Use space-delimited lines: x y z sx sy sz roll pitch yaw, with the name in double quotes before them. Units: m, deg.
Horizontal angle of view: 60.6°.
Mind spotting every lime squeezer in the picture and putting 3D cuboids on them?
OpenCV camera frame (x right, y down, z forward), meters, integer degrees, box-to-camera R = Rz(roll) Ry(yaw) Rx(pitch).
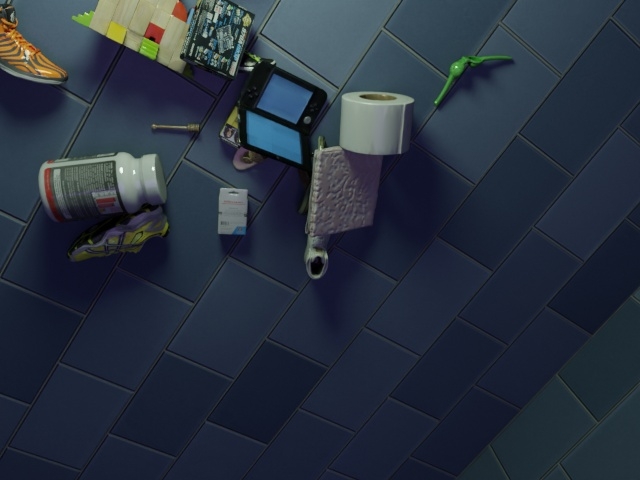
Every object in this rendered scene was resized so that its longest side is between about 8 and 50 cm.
"lime squeezer" 0.526 -0.598 1.926 0.310 0.059 0.110 -32 115 5

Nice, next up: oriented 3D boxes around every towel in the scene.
"towel" 0.091 -0.186 1.977 0.317 0.053 0.331 -13 121 -36

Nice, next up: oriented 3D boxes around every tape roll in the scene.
"tape roll" 0.189 -0.402 1.858 0.246 0.246 0.169 -2 114 -9

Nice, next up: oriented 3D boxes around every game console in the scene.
"game console" -0.115 -0.405 1.801 0.293 0.173 0.250 16 115 -37

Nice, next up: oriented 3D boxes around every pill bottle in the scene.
"pill bottle" -0.716 -0.183 1.827 0.363 0.210 0.210 -8 116 -5

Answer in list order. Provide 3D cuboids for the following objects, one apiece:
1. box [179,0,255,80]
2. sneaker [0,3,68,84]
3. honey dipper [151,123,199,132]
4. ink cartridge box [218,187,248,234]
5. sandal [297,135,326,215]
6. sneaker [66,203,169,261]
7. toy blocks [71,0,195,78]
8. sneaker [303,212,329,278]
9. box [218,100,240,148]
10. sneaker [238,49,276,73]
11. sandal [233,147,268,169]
"box" -0.315 -0.629 1.682 0.175 0.051 0.220 16 92 -35
"sneaker" -0.915 -0.600 1.648 0.321 0.124 0.180 20 111 -17
"honey dipper" -0.496 -0.388 1.872 0.161 0.030 0.030 2 114 -6
"ink cartridge box" -0.321 -0.114 2.007 0.104 0.060 0.180 3 114 -10
"sandal" -0.045 -0.233 1.973 0.086 0.120 0.302 19 111 -3
"sneaker" -0.721 -0.002 1.951 0.385 0.145 0.147 -24 121 6
"toy blocks" -0.509 -0.695 1.657 0.382 0.191 0.260 22 101 -29
"sneaker" 0.000 0.000 2.056 0.108 0.169 0.292 3 113 -9
"box" -0.258 -0.435 1.870 0.087 0.058 0.232 28 107 -20
"sneaker" -0.261 -0.597 1.780 0.235 0.084 0.097 -2 114 -8
"sandal" -0.207 -0.320 1.921 0.240 0.079 0.088 -31 116 5
